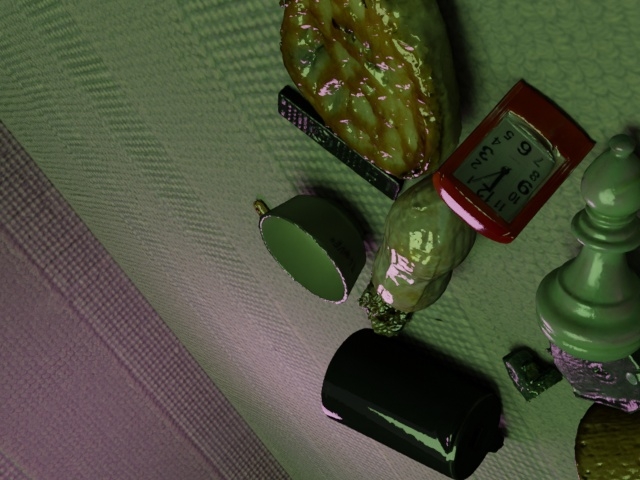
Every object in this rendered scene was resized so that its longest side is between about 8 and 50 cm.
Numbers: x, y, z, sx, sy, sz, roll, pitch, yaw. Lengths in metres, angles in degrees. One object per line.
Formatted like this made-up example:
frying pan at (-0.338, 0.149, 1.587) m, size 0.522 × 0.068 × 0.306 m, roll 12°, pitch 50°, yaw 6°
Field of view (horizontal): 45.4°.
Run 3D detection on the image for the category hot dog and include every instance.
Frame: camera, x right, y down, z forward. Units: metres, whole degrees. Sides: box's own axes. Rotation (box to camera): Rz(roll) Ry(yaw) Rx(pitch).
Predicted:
hot dog at (-0.112, -0.047, 1.571) m, size 0.083 × 0.021 × 0.037 m, roll 54°, pitch 155°, yaw -18°

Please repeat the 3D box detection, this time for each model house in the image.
model house at (0.340, 0.212, 1.248) m, size 0.083 × 0.066 × 0.079 m, roll 56°, pitch 171°, yaw 17°

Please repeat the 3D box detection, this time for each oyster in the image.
oyster at (0.122, 0.128, 1.453) m, size 0.105 × 0.056 × 0.177 m, roll 30°, pitch 149°, yaw 12°

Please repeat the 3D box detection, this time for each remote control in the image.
remote control at (0.028, -0.149, 1.182) m, size 0.245 × 0.025 × 0.063 m, roll 39°, pitch 157°, yaw 10°

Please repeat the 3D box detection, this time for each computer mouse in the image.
computer mouse at (0.396, 0.162, 1.055) m, size 0.126 × 0.071 × 0.231 m, roll 61°, pitch 162°, yaw -5°

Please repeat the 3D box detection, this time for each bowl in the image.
bowl at (0.000, 0.000, 1.359) m, size 0.211 × 0.112 × 0.211 m, roll 34°, pitch 153°, yaw 20°

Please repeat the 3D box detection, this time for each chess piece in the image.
chess piece at (0.324, -0.001, 0.867) m, size 0.139 × 0.139 × 0.272 m, roll 26°, pitch 138°, yaw 34°

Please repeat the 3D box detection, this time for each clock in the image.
clock at (0.209, -0.082, 0.851) m, size 0.113 × 0.155 × 0.061 m, roll 43°, pitch 165°, yaw 4°

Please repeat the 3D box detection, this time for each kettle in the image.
kettle at (0.186, 0.342, 1.519) m, size 0.307 × 0.203 × 0.262 m, roll 22°, pitch 146°, yaw 35°

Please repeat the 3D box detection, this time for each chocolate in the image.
chocolate at (0.148, 0.015, 1.127) m, size 0.134 × 0.134 × 0.309 m, roll 38°, pitch 153°, yaw 14°

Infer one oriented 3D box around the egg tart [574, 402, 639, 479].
egg tart at (0.466, 0.309, 1.042) m, size 0.215 × 0.215 × 0.170 m, roll 48°, pitch 141°, yaw -8°

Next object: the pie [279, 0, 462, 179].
pie at (0.058, -0.220, 0.954) m, size 0.315 × 0.092 × 0.315 m, roll 40°, pitch 156°, yaw 22°
